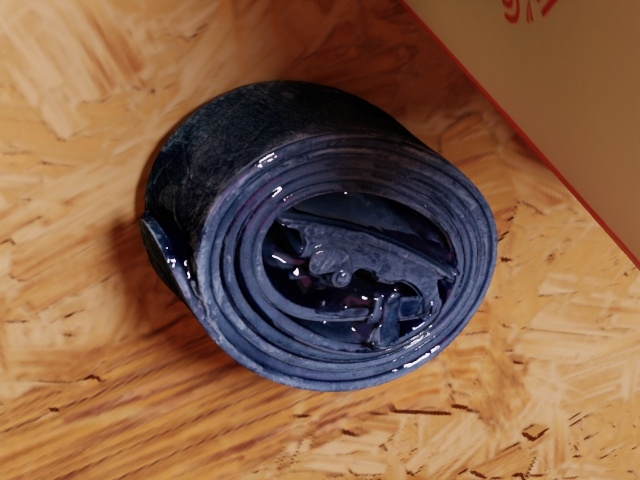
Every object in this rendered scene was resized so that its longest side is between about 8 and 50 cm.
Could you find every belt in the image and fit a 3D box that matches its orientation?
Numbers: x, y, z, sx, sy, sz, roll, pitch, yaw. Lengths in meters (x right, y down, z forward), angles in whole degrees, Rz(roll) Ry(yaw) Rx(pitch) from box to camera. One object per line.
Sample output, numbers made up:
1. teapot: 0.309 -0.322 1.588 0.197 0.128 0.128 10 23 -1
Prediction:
1. belt: 0.000 0.000 0.821 0.190 0.082 0.141 22 103 -39

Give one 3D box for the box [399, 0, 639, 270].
1. box: 0.192 -0.210 0.614 0.300 0.312 0.314 -16 126 -13
